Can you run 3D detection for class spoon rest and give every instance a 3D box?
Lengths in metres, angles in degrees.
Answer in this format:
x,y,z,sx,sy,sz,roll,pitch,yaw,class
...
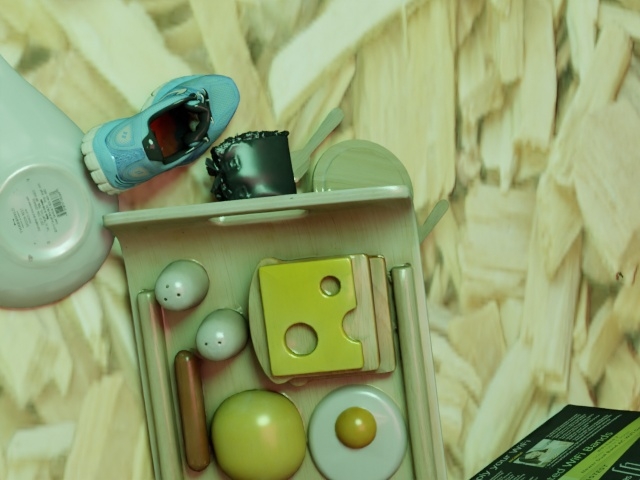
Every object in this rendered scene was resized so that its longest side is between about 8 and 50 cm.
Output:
x,y,z,sx,sy,sz,roll,pitch,yaw,class
-0.225,-0.084,0.875,0.137,0.084,0.276,-22,111,-25,spoon rest

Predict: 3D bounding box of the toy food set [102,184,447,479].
x,y,z,sx,sy,sz,roll,pitch,yaw,class
-0.028,0.120,0.883,0.220,0.092,0.306,-6,96,8,toy food set

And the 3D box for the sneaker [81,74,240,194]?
x,y,z,sx,sy,sz,roll,pitch,yaw,class
-0.099,-0.081,0.912,0.162,0.073,0.063,-45,117,-51,sneaker

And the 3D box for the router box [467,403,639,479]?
x,y,z,sx,sy,sz,roll,pitch,yaw,class
0.181,0.245,0.969,0.309,0.243,0.081,-31,102,-25,router box

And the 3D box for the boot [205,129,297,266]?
x,y,z,sx,sy,sz,roll,pitch,yaw,class
-0.024,-0.037,0.954,0.121,0.045,0.099,-13,81,-17,boot

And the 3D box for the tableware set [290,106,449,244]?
x,y,z,sx,sy,sz,roll,pitch,yaw,class
0.000,0.000,0.999,0.128,0.039,0.194,41,64,-4,tableware set
